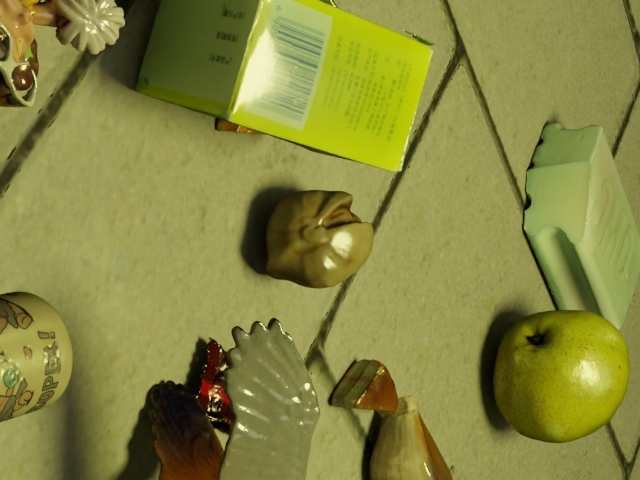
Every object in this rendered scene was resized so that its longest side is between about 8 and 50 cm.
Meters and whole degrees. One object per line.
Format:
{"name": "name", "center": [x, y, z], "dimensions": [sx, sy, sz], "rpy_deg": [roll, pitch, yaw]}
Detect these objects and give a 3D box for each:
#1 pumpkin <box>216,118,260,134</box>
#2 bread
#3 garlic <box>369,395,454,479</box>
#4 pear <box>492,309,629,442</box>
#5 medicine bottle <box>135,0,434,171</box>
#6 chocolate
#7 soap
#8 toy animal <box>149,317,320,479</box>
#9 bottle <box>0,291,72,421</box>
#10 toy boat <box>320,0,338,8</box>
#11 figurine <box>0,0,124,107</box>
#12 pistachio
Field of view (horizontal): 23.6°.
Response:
{"name": "pumpkin", "center": [-0.067, -0.142, 1.530], "dimensions": [0.101, 0.035, 0.073], "rpy_deg": [-8, 98, -57]}
{"name": "bread", "center": [0.056, 0.168, 1.769], "dimensions": [0.109, 0.043, 0.062], "rpy_deg": [21, 78, -57]}
{"name": "garlic", "center": [0.125, 0.286, 1.866], "dimensions": [0.198, 0.091, 0.128], "rpy_deg": [50, 39, -44]}
{"name": "pear", "center": [0.331, 0.186, 2.101], "dimensions": [0.198, 0.198, 0.198], "rpy_deg": [-12, 104, -58]}
{"name": "medicine bottle", "center": [-0.028, -0.161, 1.431], "dimensions": [0.250, 0.137, 0.141], "rpy_deg": [16, 90, -47]}
{"name": "chocolate", "center": [-0.077, 0.165, 1.560], "dimensions": [0.182, 0.028, 0.086], "rpy_deg": [41, 56, -52]}
{"name": "soap", "center": [0.389, -0.017, 2.258], "dimensions": [0.289, 0.095, 0.172], "rpy_deg": [60, 44, -43]}
{"name": "toy animal", "center": [-0.104, 0.255, 1.296], "dimensions": [0.284, 0.225, 0.302], "rpy_deg": [-35, 92, -38]}
{"name": "bottle", "center": [-0.279, 0.101, 1.127], "dimensions": [0.209, 0.110, 0.097], "rpy_deg": [-15, 113, -59]}
{"name": "toy boat", "center": [-0.068, -0.284, 1.489], "dimensions": [0.293, 0.055, 0.093], "rpy_deg": [49, 53, -51]}
{"name": "figurine", "center": [-0.240, -0.192, 1.152], "dimensions": [0.174, 0.116, 0.240], "rpy_deg": [65, 36, -44]}
{"name": "pistachio", "center": [0.000, 0.000, 1.600], "dimensions": [0.149, 0.113, 0.113], "rpy_deg": [2, 92, -66]}
